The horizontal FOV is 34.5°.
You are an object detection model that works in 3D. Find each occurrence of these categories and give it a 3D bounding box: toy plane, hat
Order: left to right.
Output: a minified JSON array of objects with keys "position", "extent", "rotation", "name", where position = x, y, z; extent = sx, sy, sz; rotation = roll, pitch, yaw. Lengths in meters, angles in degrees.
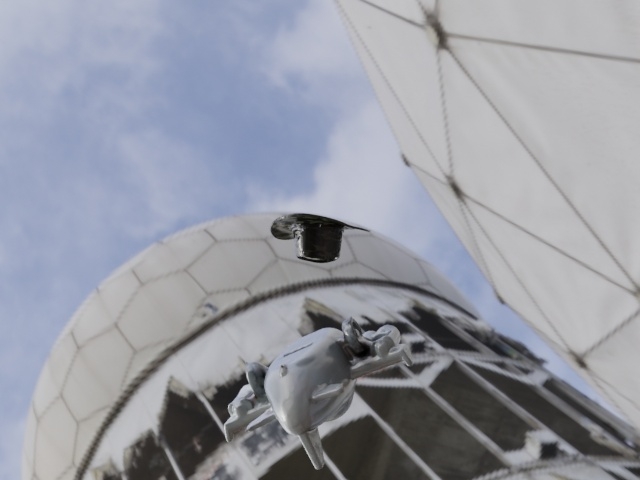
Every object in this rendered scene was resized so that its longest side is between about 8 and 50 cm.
[{"position":[-0.007,0.174,1.210],"extent":[0.245,0.245,0.117],"rotation":[-28,-85,-12],"name":"toy plane"},{"position":[0.000,0.000,1.224],"extent":[0.121,0.121,0.050],"rotation":[3,-99,-22],"name":"hat"}]
